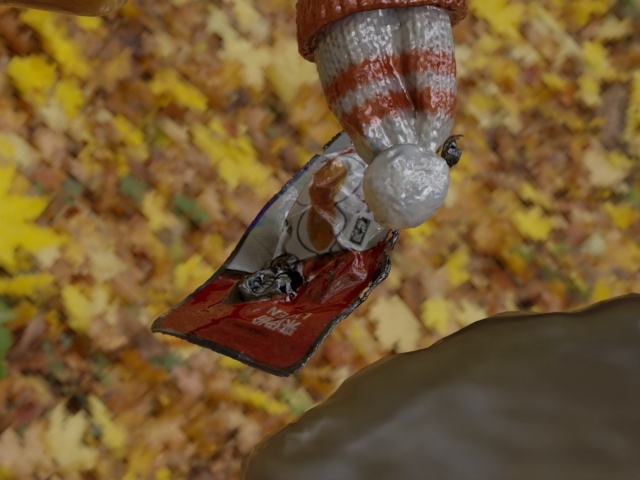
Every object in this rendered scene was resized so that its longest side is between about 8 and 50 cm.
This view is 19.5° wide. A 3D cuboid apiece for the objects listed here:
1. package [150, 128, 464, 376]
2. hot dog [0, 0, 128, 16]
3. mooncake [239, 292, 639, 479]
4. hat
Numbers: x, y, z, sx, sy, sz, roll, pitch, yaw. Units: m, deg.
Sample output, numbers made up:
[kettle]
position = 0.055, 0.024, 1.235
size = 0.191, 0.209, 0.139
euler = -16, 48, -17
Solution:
[package]
position = 0.000, 0.000, 1.517
size = 0.071, 0.194, 0.269
euler = 47, 67, -27
[hot dog]
position = -0.329, -0.297, 1.774
size = 0.337, 0.135, 0.100
euler = 13, 6, 18
[mooncake]
position = 0.117, 0.176, 0.677
size = 0.324, 0.187, 0.324
euler = -1, 36, 1
[hat]
position = 0.041, -0.082, 1.110
size = 0.094, 0.112, 0.162
euler = 12, 63, -58
